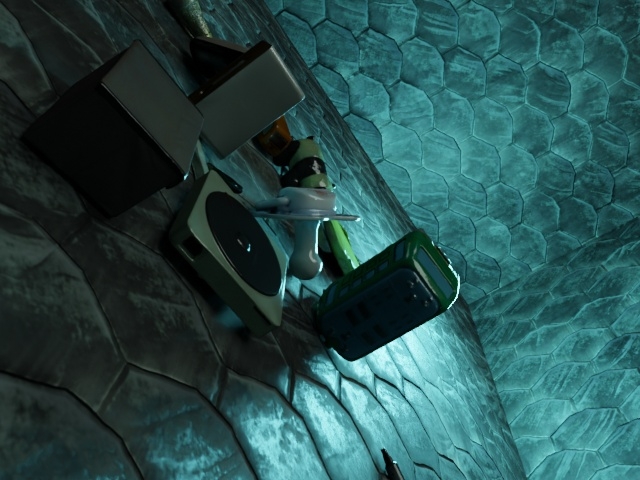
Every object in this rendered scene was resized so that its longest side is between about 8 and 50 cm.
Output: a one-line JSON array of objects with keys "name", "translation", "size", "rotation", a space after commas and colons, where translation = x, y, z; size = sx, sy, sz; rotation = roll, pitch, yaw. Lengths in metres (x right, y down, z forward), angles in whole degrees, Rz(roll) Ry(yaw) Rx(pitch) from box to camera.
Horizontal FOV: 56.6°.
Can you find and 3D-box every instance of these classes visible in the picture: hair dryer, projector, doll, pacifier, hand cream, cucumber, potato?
[{"name": "hair dryer", "translation": [0.191, 0.558, 1.311], "size": [0.173, 0.050, 0.195], "rotation": [45, 18, -49]}, {"name": "projector", "translation": [-0.167, 0.021, 1.124], "size": [0.257, 0.079, 0.259], "rotation": [53, 18, -23]}, {"name": "doll", "translation": [-0.045, -0.203, 1.794], "size": [0.143, 0.135, 0.234], "rotation": [28, 39, -57]}, {"name": "pacifier", "translation": [-0.045, -0.016, 1.442], "size": [0.287, 0.238, 0.226], "rotation": [1, 91, -52]}, {"name": "hand cream", "translation": [-0.359, -0.624, 1.720], "size": [0.203, 0.083, 0.084], "rotation": [60, 15, -25]}, {"name": "cucumber", "translation": [-0.216, -0.134, 1.340], "size": [0.133, 0.032, 0.032], "rotation": [35, 29, -57]}, {"name": "potato", "translation": [0.000, 0.000, 1.748], "size": [0.037, 0.036, 0.093], "rotation": [140, -70, -76]}]

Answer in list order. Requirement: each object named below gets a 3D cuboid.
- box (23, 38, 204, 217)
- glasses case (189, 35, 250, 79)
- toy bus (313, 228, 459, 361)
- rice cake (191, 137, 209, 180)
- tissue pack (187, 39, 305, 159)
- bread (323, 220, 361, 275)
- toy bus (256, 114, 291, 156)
[{"name": "box", "translation": [-0.308, -0.180, 0.938], "size": [0.188, 0.153, 0.252], "rotation": [51, 18, -30]}, {"name": "glasses case", "translation": [-0.235, -0.452, 1.535], "size": [0.314, 0.075, 0.122], "rotation": [28, -29, 39]}, {"name": "toy bus", "translation": [0.148, 0.143, 1.407], "size": [0.184, 0.343, 0.199], "rotation": [51, 26, -7]}, {"name": "rice cake", "translation": [-0.262, -0.170, 1.276], "size": [0.033, 0.029, 0.171], "rotation": [45, 22, -57]}, {"name": "tissue pack", "translation": [-0.180, -0.322, 1.357], "size": [0.136, 0.246, 0.159], "rotation": [53, 2, -27]}, {"name": "bread", "translation": [0.069, 0.020, 1.839], "size": [0.301, 0.045, 0.302], "rotation": [-24, 90, -82]}, {"name": "toy bus", "translation": [-0.182, -0.425, 1.845], "size": [0.093, 0.092, 0.409], "rotation": [37, 26, -46]}]
